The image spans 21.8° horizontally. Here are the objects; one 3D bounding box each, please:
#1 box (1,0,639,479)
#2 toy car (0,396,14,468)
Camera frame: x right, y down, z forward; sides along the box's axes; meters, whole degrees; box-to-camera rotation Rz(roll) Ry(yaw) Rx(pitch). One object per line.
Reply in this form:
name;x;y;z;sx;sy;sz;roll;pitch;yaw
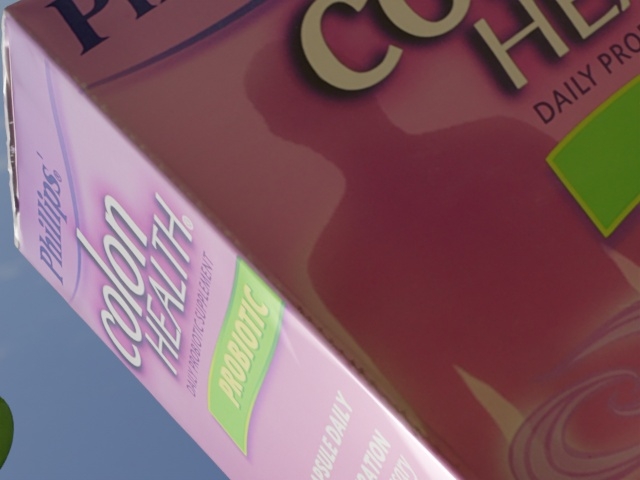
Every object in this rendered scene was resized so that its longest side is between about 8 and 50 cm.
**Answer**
box;0.076;-0.003;0.440;0.213;0.117;0.243;-36;-110;-25
toy car;-0.243;0.022;0.831;0.155;0.188;0.149;12;-173;27
